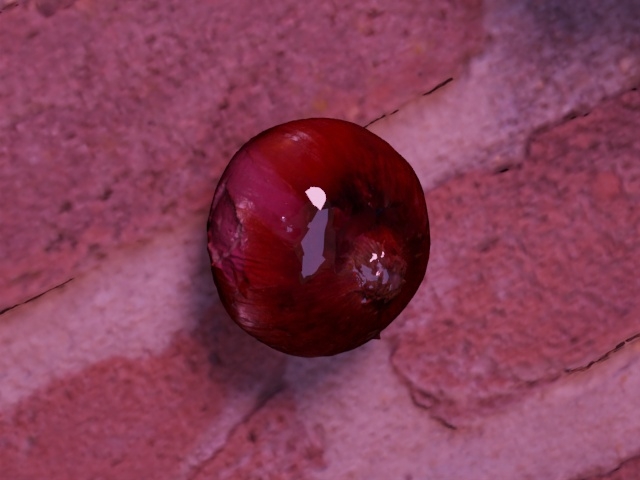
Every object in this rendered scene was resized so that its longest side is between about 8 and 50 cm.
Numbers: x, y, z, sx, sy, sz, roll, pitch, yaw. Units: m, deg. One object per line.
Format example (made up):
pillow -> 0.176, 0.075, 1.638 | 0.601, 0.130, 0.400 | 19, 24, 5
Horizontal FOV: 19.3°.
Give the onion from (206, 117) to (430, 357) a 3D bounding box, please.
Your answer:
onion -> 0.000, 0.000, 1.000 | 0.131, 0.131, 0.131 | -3, 105, -13
